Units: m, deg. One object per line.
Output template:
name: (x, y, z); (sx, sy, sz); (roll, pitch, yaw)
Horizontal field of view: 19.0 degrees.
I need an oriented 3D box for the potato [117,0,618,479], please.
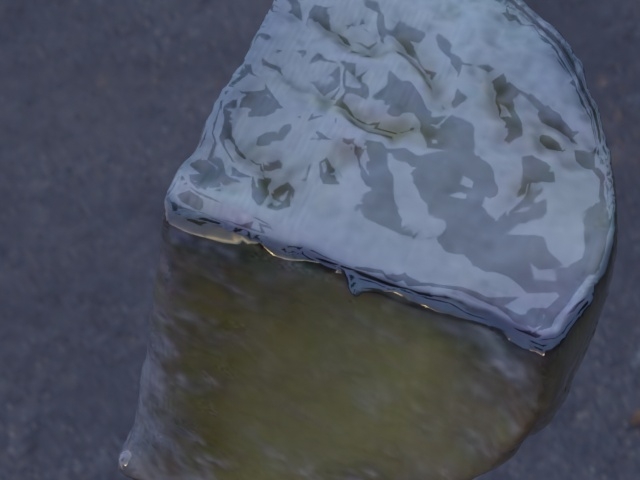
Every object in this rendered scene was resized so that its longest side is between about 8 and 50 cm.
potato: (0.032, 0.017, 0.922); (0.189, 0.264, 0.211); (23, 51, 5)
